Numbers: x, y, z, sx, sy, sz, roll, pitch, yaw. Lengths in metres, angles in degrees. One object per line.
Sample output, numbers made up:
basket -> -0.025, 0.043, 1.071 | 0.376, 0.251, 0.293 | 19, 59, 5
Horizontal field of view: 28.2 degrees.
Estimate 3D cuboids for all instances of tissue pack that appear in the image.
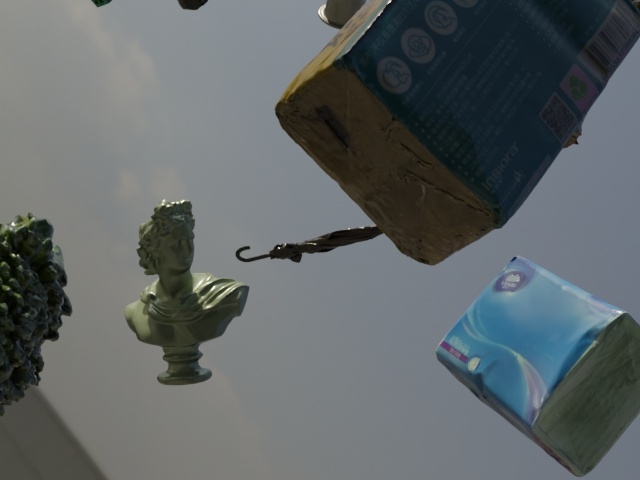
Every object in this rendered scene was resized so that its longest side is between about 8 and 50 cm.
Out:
tissue pack -> 0.073, -0.088, 0.652 | 0.120, 0.169, 0.082 | 44, -30, -10
tissue pack -> 0.303, 0.158, 1.699 | 0.146, 0.198, 0.263 | 42, -3, -26

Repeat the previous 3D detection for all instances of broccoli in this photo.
broccoli -> -0.401, 0.115, 1.341 | 0.272, 0.334, 0.324 | 26, -20, 29

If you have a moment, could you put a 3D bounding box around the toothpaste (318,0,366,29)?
toothpaste -> 0.052, -0.348, 1.345 | 0.061, 0.096, 0.266 | 40, -44, 26

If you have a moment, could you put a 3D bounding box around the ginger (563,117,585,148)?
ginger -> 0.223, -0.194, 1.347 | 0.213, 0.074, 0.137 | 50, 30, -24

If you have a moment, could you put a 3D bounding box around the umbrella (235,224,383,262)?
umbrella -> 0.001, 0.002, 0.889 | 0.022, 0.122, 0.013 | 71, 13, -50

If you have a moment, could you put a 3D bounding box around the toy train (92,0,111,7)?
toy train -> -0.183, -0.241, 1.153 | 0.092, 0.029, 0.045 | -12, -46, 34

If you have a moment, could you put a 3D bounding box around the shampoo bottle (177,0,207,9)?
shampoo bottle -> -0.190, -0.383, 1.514 | 0.127, 0.078, 0.257 | 8, -36, 28

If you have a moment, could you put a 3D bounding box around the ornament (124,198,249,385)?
ornament -> -0.076, 0.030, 0.686 | 0.092, 0.068, 0.041 | 59, 14, 4

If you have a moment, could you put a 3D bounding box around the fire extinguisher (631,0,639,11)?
fire extinguisher -> 0.463, -0.296, 1.602 | 0.158, 0.043, 0.064 | -5, -60, 23
